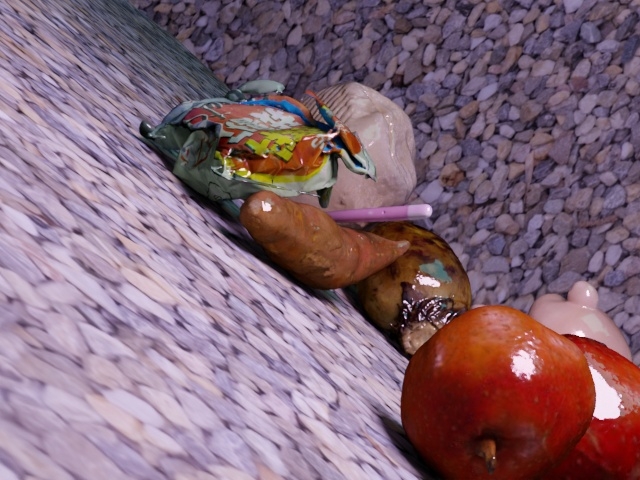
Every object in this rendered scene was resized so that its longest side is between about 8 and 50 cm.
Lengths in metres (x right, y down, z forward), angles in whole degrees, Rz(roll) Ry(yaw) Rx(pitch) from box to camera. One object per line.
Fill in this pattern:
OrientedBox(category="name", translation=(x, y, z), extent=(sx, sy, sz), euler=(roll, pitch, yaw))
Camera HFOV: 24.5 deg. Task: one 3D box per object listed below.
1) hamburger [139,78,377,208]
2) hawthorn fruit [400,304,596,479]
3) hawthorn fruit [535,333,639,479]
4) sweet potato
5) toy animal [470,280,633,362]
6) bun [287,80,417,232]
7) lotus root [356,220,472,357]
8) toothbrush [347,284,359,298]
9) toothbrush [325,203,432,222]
OrientedBox(category="hamburger", translation=(-0.083, -0.105, 1.943), extent=(0.260, 0.150, 0.276), euler=(-18, 30, -34))
OrientedBox(category="hawthorn fruit", translation=(0.171, 0.172, 1.460), extent=(0.196, 0.196, 0.225), euler=(41, 21, -5))
OrientedBox(category="hawthorn fruit", translation=(0.287, 0.227, 1.653), extent=(0.250, 0.215, 0.215), euler=(47, 7, 28))
OrientedBox(category="sweet potato", translation=(-0.008, 0.010, 1.897), extent=(0.354, 0.106, 0.095), euler=(17, 32, -55))
OrientedBox(category="toy animal", translation=(0.384, 0.180, 2.496), extent=(0.345, 0.247, 0.277), euler=(44, 0, -10))
OrientedBox(category="bun", translation=(0.031, -0.106, 2.278), extent=(0.205, 0.281, 0.281), euler=(46, 2, -27))
OrientedBox(category="lotus root", translation=(0.133, 0.055, 2.180), extent=(0.169, 0.141, 0.314), euler=(20, 25, -22))
OrientedBox(category="toothbrush", translation=(0.066, 0.086, 2.244), extent=(0.257, 0.024, 0.018), euler=(43, -15, 23))
OrientedBox(category="toothbrush", translation=(0.024, -0.031, 1.976), extent=(0.286, 0.020, 0.025), euler=(-3, -21, 34))
